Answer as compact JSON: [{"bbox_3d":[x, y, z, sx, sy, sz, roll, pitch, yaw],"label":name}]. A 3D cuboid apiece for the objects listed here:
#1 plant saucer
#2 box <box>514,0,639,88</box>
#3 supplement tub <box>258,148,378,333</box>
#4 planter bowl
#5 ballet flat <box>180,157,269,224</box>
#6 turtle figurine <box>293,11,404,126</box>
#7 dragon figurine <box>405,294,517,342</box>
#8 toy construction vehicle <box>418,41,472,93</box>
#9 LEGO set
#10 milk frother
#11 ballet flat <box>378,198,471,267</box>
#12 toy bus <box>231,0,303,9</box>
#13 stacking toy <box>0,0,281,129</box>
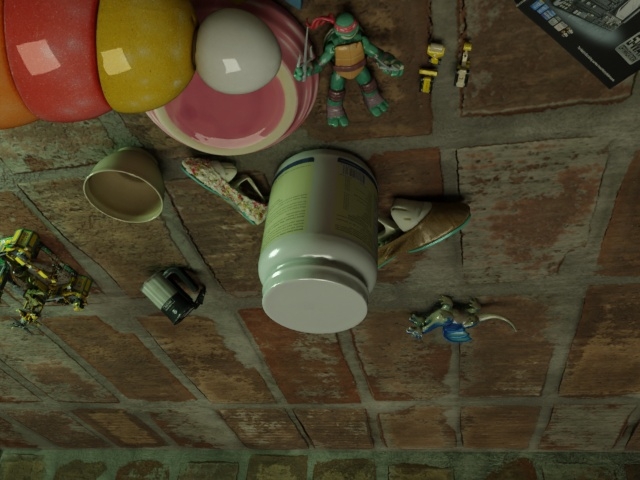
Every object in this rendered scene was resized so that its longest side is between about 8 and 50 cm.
[{"bbox_3d":[-0.166,-0.268,1.013,0.333,0.084,0.332,-3,141,-3],"label":"plant saucer"},{"bbox_3d":[0.441,-0.361,0.800,0.308,0.076,0.243,15,145,-41],"label":"box"},{"bbox_3d":[0.000,0.000,1.176,0.236,0.324,0.235,3,142,3],"label":"supplement tub"},{"bbox_3d":[-0.405,-0.130,1.228,0.162,0.109,0.162,2,142,2],"label":"planter bowl"},{"bbox_3d":[-0.194,-0.123,1.256,0.077,0.091,0.241,-44,132,8],"label":"ballet flat"},{"bbox_3d":[0.050,-0.293,0.963,0.176,0.118,0.234,-2,154,8],"label":"turtle figurine"},{"bbox_3d":[0.389,0.231,1.626,0.290,0.085,0.144,5,142,0],"label":"dragon figurine"},{"bbox_3d":[0.218,-0.303,1.006,0.086,0.035,0.098,9,141,12],"label":"toy construction vehicle"},{"bbox_3d":[-0.800,0.141,1.552,0.255,0.192,0.331,-5,141,13],"label":"LEGO set"},{"bbox_3d":[-0.399,0.145,1.602,0.135,0.129,0.143,45,170,4],"label":"milk frother"},{"bbox_3d":[0.172,-0.025,1.323,0.343,0.116,0.124,-29,112,40],"label":"ballet flat"},{"bbox_3d":[-0.065,-0.421,0.821,0.191,0.104,0.202,12,142,-9],"label":"toy bus"},{"bbox_3d":[-0.295,-0.282,0.813,0.481,0.350,0.350,10,142,-4],"label":"stacking toy"}]
